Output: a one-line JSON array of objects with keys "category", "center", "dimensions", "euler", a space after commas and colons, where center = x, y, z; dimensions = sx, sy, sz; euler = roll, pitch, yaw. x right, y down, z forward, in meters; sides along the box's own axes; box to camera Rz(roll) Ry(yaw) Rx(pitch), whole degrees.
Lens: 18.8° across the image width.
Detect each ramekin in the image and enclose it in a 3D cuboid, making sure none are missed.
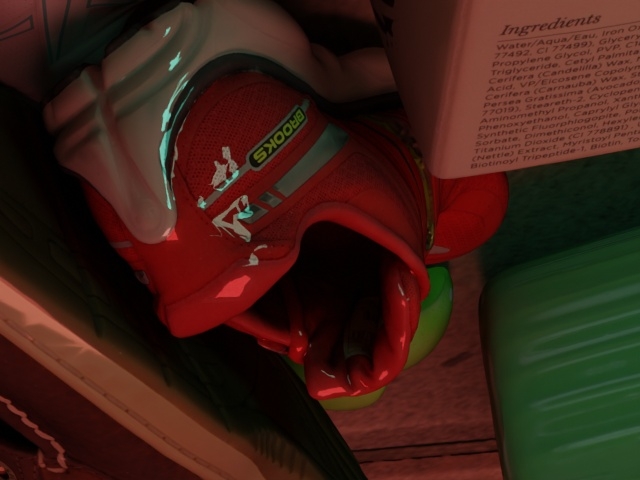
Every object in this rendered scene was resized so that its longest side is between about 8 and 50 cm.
[{"category": "ramekin", "center": [0.167, 0.131, 0.840], "dimensions": [0.148, 0.303, 0.303], "euler": [-13, 150, 7]}]

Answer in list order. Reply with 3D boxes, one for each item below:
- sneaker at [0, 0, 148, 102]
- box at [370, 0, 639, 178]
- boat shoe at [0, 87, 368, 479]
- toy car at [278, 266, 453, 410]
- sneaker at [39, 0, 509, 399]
[{"category": "sneaker", "center": [-0.072, -0.095, 0.586], "dimensions": [0.061, 0.054, 0.152], "euler": [14, 138, -37]}, {"category": "box", "center": [0.083, -0.136, 0.554], "dimensions": [0.113, 0.094, 0.275], "euler": [-10, 148, -11]}, {"category": "boat shoe", "center": [-0.090, 0.062, 0.674], "dimensions": [0.123, 0.123, 0.342], "euler": [-33, 148, 6]}, {"category": "toy car", "center": [-0.044, 0.052, 0.834], "dimensions": [0.225, 0.053, 0.239], "euler": [-6, 148, -16]}, {"category": "sneaker", "center": [0.000, 0.000, 0.680], "dimensions": [0.107, 0.118, 0.279], "euler": [-31, 165, 21]}]
